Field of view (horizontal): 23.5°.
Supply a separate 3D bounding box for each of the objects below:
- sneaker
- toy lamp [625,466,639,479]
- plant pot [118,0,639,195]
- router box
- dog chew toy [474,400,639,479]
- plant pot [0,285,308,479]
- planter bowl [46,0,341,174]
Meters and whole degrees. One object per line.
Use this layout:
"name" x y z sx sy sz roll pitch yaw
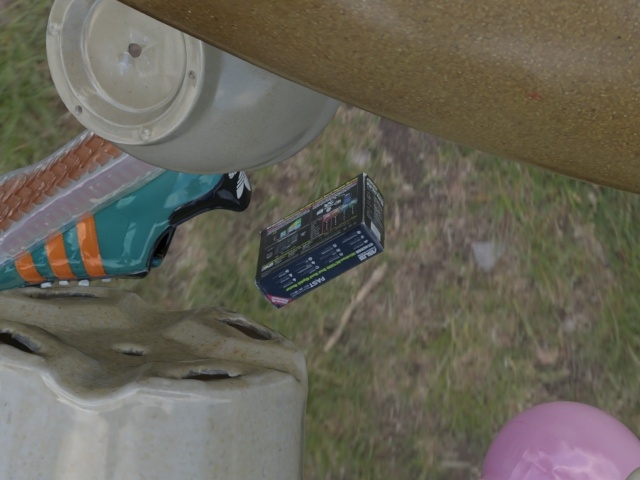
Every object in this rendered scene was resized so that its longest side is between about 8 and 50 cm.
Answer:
"sneaker" -0.189 -0.004 1.218 0.302 0.108 0.121 -26 124 28
"toy lamp" 0.184 0.225 1.057 0.080 0.080 0.274 34 107 -4
"plant pot" 0.079 -0.126 0.579 0.254 0.237 0.237 33 107 -17
"router box" 0.000 0.000 1.417 0.122 0.092 0.038 -29 118 19
"dog chew toy" 0.221 0.332 1.703 0.332 0.206 0.206 -40 101 -19
"plant pot" -0.138 0.201 0.973 0.334 0.334 0.305 10 102 3
"planter bowl" -0.076 -0.106 0.819 0.162 0.109 0.162 7 107 25
